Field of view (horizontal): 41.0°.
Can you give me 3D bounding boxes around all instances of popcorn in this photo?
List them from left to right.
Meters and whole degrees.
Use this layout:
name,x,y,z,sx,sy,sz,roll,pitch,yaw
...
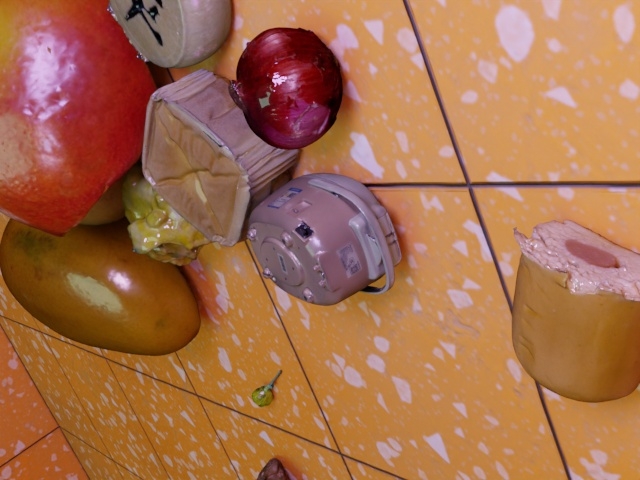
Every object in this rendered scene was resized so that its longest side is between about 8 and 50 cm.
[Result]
name,x,y,z,sx,sy,sz,roll,pitch,yaw
popcorn,-0.219,-0.049,1.277,0.173,0.142,0.174,172,90,-69

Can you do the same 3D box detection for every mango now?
name,x,y,z,sx,sy,sz,roll,pitch,yaw
mango,-0.400,0.071,1.551,0.445,0.232,0.300,24,144,33

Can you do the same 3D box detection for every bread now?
name,x,y,z,sx,sy,sz,roll,pitch,yaw
bread,-0.130,-0.106,1.108,0.192,0.110,0.210,39,147,15
bread,0.233,0.072,0.782,0.134,0.085,0.173,30,141,38

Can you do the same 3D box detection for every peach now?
name,x,y,z,sx,sy,sz,roll,pitch,yaw
peach,-0.383,-0.192,1.176,0.242,0.306,0.381,-134,22,-75

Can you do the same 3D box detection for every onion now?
name,x,y,z,sx,sy,sz,roll,pitch,yaw
onion,-0.036,-0.163,0.907,0.131,0.131,0.131,35,144,31

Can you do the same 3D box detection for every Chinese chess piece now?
name,x,y,z,sx,sy,sz,roll,pitch,yaw
Chinese chess piece,-0.187,-0.300,1.027,0.188,0.083,0.188,37,145,33

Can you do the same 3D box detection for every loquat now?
name,x,y,z,sx,sy,sz,roll,pitch,yaw
loquat,-0.383,-0.099,1.397,0.172,0.204,0.150,26,119,57

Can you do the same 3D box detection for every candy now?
name,x,y,z,sx,sy,sz,roll,pitch,yaw
candy,-0.086,0.252,1.476,0.035,0.035,0.123,58,142,20

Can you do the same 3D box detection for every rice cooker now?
name,x,y,z,sx,sy,sz,roll,pitch,yaw
rice cooker,0.000,0.000,1.007,0.206,0.127,0.145,21,137,57

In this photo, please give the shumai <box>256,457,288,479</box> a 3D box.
name,x,y,z,sx,sy,sz,roll,pitch,yaw
shumai,-0.075,0.530,1.619,0.152,0.210,0.161,25,135,-11
